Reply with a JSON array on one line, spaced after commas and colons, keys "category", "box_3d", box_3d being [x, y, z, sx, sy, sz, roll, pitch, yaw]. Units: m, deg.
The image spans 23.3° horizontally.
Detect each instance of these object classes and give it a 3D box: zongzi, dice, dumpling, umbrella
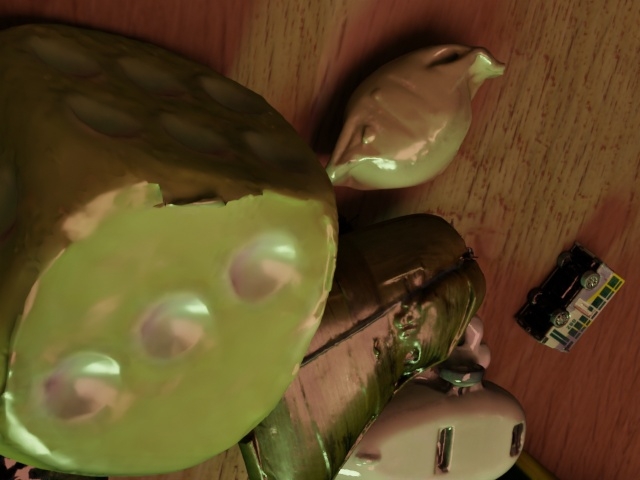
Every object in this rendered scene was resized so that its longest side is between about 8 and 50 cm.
[{"category": "zongzi", "box_3d": [0.040, 0.128, 1.345, 0.251, 0.125, 0.274, -17, 104, -5]}, {"category": "dice", "box_3d": [-0.153, 0.008, 1.130, 0.252, 0.254, 0.249, 8, 118, -36]}, {"category": "dumpling", "box_3d": [0.073, -0.095, 1.319, 0.169, 0.100, 0.134, -58, 170, -9]}, {"category": "umbrella", "box_3d": [0.001, 0.002, 1.376, 0.083, 0.020, 0.031, -41, 157, 0]}]

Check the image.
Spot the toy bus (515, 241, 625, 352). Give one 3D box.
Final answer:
[{"category": "toy bus", "box_3d": [0.248, 0.060, 1.542, 0.058, 0.052, 0.102, 32, 99, -40]}]

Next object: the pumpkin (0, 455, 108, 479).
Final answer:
[{"category": "pumpkin", "box_3d": [-0.282, 0.197, 1.210, 0.250, 0.216, 0.249, 2, 85, -27]}]

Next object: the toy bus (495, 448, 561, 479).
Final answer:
[{"category": "toy bus", "box_3d": [0.264, 0.398, 1.672, 0.249, 0.209, 0.440, -47, 130, 2]}]

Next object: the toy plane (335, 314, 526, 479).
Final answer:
[{"category": "toy plane", "box_3d": [0.081, 0.185, 1.476, 0.267, 0.123, 0.266, -8, 106, -29]}]
